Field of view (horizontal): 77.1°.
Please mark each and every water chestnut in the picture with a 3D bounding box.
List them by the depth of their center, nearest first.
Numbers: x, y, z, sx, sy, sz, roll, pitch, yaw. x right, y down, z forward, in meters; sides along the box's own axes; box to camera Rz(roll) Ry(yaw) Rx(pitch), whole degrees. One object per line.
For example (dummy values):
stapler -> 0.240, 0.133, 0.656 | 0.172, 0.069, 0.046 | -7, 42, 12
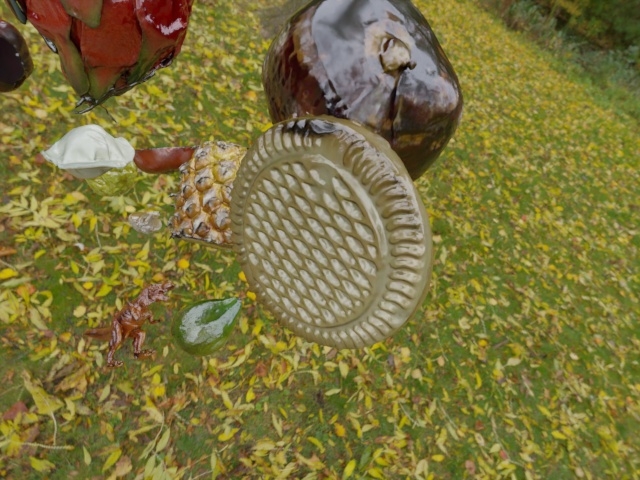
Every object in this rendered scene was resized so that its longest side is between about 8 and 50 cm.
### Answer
water chestnut -> 0.052, -0.234, 0.687 | 0.334, 0.346, 0.336 | 9, 72, -31

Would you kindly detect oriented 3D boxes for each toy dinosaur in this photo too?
toy dinosaur -> -0.583, 0.277, 1.176 | 0.097, 0.432, 0.208 | 34, 29, -54

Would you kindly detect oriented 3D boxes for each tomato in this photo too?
tomato -> -0.518, -0.271, 1.360 | 0.224, 0.225, 0.085 | -9, 98, -32

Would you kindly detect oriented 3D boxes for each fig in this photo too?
fig -> -0.242, 0.180, 0.893 | 0.156, 0.123, 0.123 | -36, 70, -1

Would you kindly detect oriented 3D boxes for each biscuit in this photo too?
biscuit -> 0.000, 0.000, 0.421 | 0.259, 0.259, 0.079 | 47, 38, 16

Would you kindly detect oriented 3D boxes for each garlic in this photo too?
garlic -> -0.633, -0.062, 1.446 | 0.113, 0.074, 0.094 | 18, 38, -13

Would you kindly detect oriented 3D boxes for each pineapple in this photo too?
pineapple -> -0.234, -0.107, 1.121 | 0.352, 0.352, 0.301 | 18, 87, -12

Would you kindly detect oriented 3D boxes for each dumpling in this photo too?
dumpling -> -0.505, -0.195, 0.907 | 0.155, 0.111, 0.181 | 29, 60, 18

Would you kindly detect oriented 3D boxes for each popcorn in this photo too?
popcorn -> -0.885, -0.303, 1.708 | 0.205, 0.251, 0.237 | -9, 89, -3

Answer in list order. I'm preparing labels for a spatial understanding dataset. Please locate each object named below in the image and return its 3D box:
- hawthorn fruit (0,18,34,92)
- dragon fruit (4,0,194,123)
hawthorn fruit -> -0.973, -0.545, 1.148 | 0.249, 0.215, 0.215 | 20, 47, -2
dragon fruit -> -0.270, -0.301, 0.514 | 0.233, 0.293, 0.234 | 14, 31, -9
